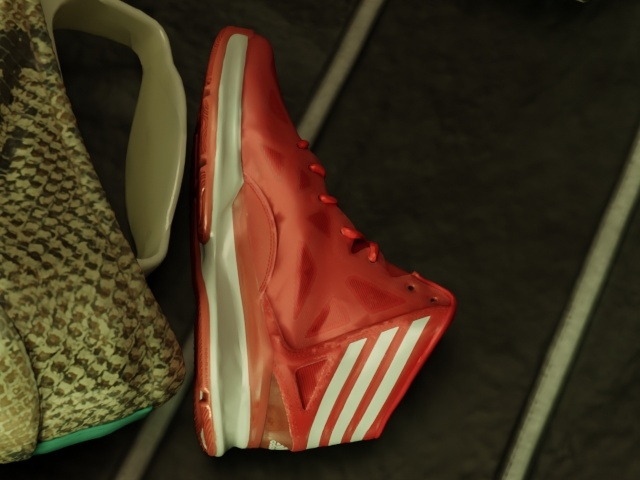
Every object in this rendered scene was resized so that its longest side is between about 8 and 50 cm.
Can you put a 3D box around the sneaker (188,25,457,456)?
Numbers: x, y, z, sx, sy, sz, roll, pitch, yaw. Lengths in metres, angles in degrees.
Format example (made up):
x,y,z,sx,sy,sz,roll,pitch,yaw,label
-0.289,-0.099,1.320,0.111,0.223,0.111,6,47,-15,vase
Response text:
x,y,z,sx,sy,sz,roll,pitch,yaw,label
0.000,0.000,0.807,0.128,0.087,0.221,2,75,-8,sneaker

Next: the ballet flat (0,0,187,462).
x,y,z,sx,sy,sz,roll,pitch,yaw,label
-0.172,-0.119,0.834,0.182,0.164,0.482,-6,67,-27,ballet flat

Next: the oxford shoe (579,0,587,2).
x,y,z,sx,sy,sz,roll,pitch,yaw,label
0.101,-0.201,0.875,0.364,0.130,0.132,-9,70,-4,oxford shoe
